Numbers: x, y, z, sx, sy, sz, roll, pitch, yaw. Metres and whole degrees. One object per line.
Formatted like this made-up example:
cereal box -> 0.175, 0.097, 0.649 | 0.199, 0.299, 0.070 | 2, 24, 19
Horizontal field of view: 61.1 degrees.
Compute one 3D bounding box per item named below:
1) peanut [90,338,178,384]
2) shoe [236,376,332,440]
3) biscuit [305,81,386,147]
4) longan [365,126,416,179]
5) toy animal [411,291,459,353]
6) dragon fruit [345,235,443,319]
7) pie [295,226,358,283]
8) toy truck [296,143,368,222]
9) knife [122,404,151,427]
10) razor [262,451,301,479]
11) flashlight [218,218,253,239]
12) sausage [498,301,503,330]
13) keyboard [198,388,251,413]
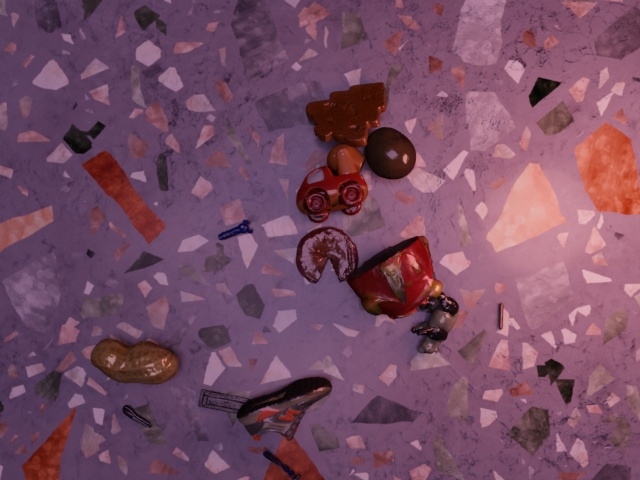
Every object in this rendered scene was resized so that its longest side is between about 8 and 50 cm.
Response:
peanut -> -0.640, 0.414, 1.857 | 0.306, 0.147, 0.146 | 2, 90, 5
shoe -> -0.103, 0.596, 1.851 | 0.337, 0.132, 0.170 | -21, 99, -2
biscuit -> 0.110, -0.438, 1.847 | 0.306, 0.043, 0.284 | -39, 58, -14
longan -> 0.234, -0.293, 1.830 | 0.168, 0.167, 0.187 | -25, 85, 1
toy animal -> 0.393, 0.288, 1.864 | 0.121, 0.094, 0.225 | 24, 89, -8
dragon fruit -> 0.256, 0.142, 1.768 | 0.306, 0.305, 0.225 | -30, 93, 0
pie -> 0.021, 0.054, 1.884 | 0.219, 0.054, 0.204 | -16, 90, 0
toy truck -> 0.036, -0.199, 1.827 | 0.265, 0.189, 0.238 | -14, 80, 0
knife -> -0.645, 0.621, 1.908 | 0.121, 0.018, 0.031 | 32, 92, -1
razor -> -0.140, 0.786, 1.894 | 0.155, 0.028, 0.044 | 39, 90, 0
flashlight -> -0.300, -0.032, 1.900 | 0.121, 0.035, 0.057 | -22, 114, 5
sausage -> 0.631, 0.264, 1.894 | 0.015, 0.015, 0.100 | 2, 90, 1
keyboard -> -0.324, 0.572, 1.906 | 0.205, 0.013, 0.061 | 11, 89, 1
